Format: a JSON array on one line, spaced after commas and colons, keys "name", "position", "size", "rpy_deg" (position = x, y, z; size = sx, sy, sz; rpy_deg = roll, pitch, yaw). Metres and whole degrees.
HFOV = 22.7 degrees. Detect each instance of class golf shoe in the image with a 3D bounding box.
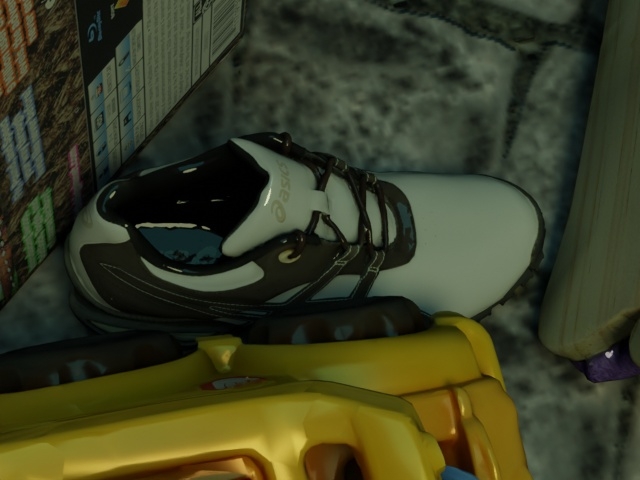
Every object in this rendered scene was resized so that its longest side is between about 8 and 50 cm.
[{"name": "golf shoe", "position": [0.000, 0.000, 0.623], "size": [0.198, 0.094, 0.077], "rpy_deg": [-8, 68, -11]}]

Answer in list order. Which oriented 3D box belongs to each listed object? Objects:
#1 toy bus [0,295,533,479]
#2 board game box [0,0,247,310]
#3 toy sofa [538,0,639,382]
[{"name": "toy bus", "position": [-0.020, 0.097, 0.502], "size": [0.220, 0.211, 0.149], "rpy_deg": [-9, 88, -12]}, {"name": "board game box", "position": [-0.161, -0.069, 0.557], "size": [0.141, 0.232, 0.291], "rpy_deg": [35, 68, 9]}, {"name": "toy sofa", "position": [0.226, -0.093, 0.673], "size": [0.150, 0.177, 0.362], "rpy_deg": [23, 65, -24]}]
